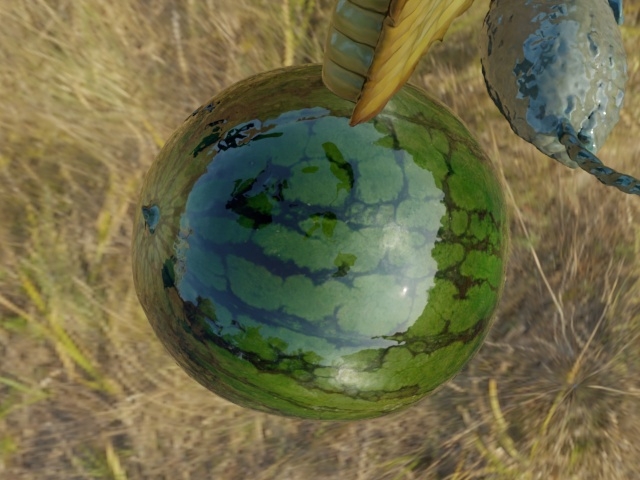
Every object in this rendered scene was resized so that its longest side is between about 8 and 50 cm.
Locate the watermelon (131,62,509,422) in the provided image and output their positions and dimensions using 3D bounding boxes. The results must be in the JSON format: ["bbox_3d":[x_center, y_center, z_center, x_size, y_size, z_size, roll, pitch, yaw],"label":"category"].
[{"bbox_3d":[0.000,0.000,1.315,0.363,0.363,0.363,-1,84,10],"label":"watermelon"}]

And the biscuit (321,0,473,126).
[{"bbox_3d":[0.085,-0.154,0.390,0.029,0.172,0.254,37,69,5],"label":"biscuit"}]

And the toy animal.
[{"bbox_3d":[0.128,-0.068,0.670,0.070,0.253,0.079,8,118,-18],"label":"toy animal"}]
